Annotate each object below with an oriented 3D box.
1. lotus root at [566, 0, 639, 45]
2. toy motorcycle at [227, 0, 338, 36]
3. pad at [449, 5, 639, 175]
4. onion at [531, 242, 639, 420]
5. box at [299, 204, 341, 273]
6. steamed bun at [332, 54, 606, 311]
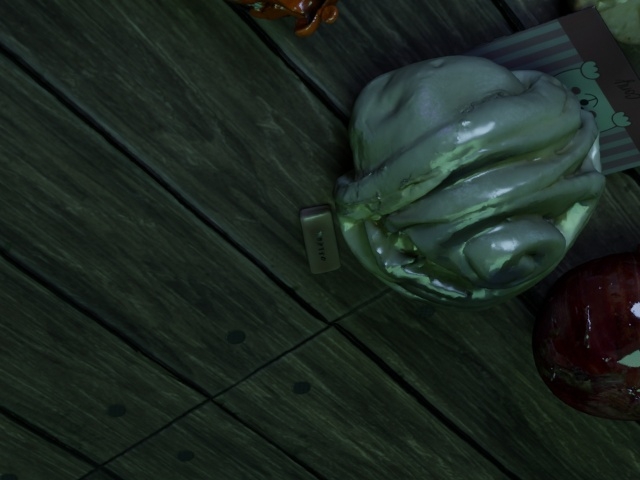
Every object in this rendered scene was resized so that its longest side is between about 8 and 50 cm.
[{"bbox_3d":[0.424,-0.321,1.400,0.261,0.074,0.170,-12,133,1],"label":"lotus root"},{"bbox_3d":[-0.086,-0.321,1.236,0.221,0.147,0.326,-1,162,38],"label":"toy motorcycle"},{"bbox_3d":[0.325,-0.175,1.512,0.202,0.005,0.300,-15,138,31],"label":"pad"},{"bbox_3d":[0.452,0.150,1.714,0.276,0.276,0.276,-4,132,-5],"label":"onion"},{"bbox_3d":[0.000,0.000,1.657,0.048,0.025,0.115,-9,133,1],"label":"box"},{"bbox_3d":[0.188,-0.050,1.477,0.339,0.247,0.352,11,141,-14],"label":"steamed bun"}]
